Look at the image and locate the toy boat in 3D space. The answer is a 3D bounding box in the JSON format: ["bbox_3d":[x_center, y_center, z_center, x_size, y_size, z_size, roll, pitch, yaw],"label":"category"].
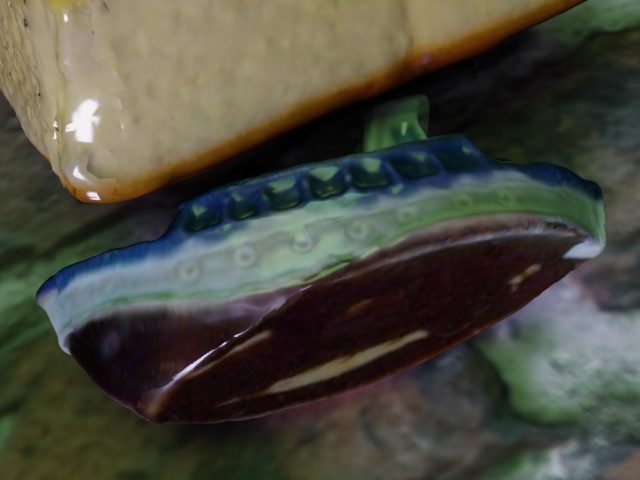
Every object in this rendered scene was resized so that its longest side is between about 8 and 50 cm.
[{"bbox_3d":[0.000,0.000,0.428,0.262,0.114,0.115,-20,53,-9],"label":"toy boat"}]

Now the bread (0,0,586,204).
[{"bbox_3d":[-0.041,-0.189,0.497,0.323,0.143,0.333,-25,41,-16],"label":"bread"}]
